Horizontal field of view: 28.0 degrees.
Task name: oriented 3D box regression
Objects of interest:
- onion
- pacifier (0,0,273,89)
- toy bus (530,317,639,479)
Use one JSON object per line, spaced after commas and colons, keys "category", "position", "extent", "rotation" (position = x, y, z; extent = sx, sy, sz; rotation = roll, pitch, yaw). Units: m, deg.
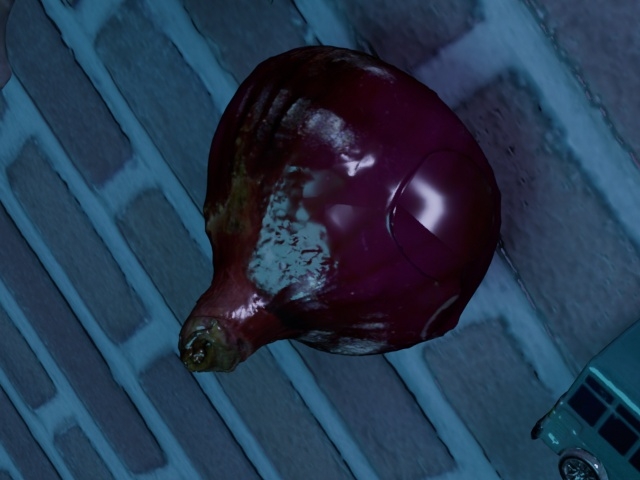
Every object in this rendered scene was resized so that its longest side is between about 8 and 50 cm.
{"category": "onion", "position": [0.012, 0.000, 0.665], "extent": [0.135, 0.198, 0.173], "rotation": [-1, 133, 43]}
{"category": "pacifier", "position": [-0.141, -0.203, 0.678], "extent": [0.332, 0.220, 0.273], "rotation": [32, 123, 32]}
{"category": "toy bus", "position": [0.195, 0.116, 0.632], "extent": [0.160, 0.079, 0.091], "rotation": [45, 142, 19]}
